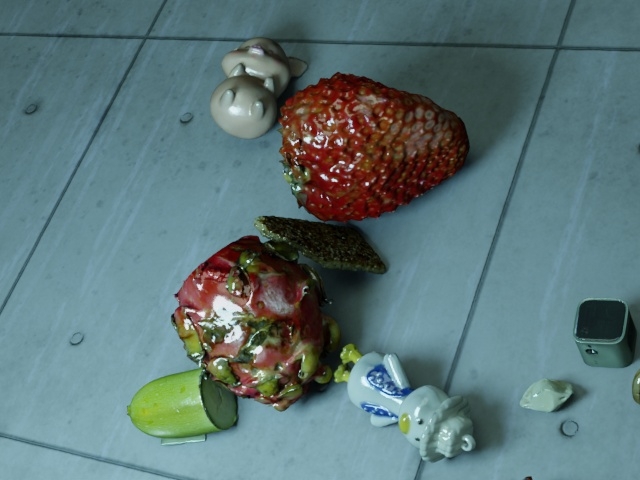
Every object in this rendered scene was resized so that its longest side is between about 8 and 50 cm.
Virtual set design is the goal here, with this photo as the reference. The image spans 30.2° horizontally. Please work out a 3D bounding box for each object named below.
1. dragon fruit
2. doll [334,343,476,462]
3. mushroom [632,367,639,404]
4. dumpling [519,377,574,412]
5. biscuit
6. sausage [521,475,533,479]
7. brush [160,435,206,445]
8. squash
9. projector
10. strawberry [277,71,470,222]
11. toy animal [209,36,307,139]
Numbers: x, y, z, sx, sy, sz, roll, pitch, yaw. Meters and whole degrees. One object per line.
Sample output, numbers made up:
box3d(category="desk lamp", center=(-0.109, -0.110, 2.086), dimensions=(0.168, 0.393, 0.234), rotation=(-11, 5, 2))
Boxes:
box3d(category="dragon fruit", center=(-0.097, 0.144, 2.023), dimensions=(0.269, 0.250, 0.291), rotation=(-45, 79, 22))
box3d(category="doll", center=(0.136, 0.264, 1.922), dimensions=(0.293, 0.119, 0.138), rotation=(30, 116, 38))
box3d(category="mushroom", center=(0.572, 0.261, 1.736), dimensions=(0.096, 0.108, 0.247), rotation=(-10, 41, -36))
box3d(category="dumpling", center=(0.360, 0.246, 1.882), dimensions=(0.052, 0.057, 0.076), rotation=(43, 109, 4))
box3d(category="biscuit", center=(0.002, 0.006, 2.111), dimensions=(0.131, 0.237, 0.026), rotation=(50, 121, 43))
box3d(category="sausage", center=(0.376, 0.453, 1.703), dimensions=(0.074, 0.074, 0.274), rotation=(-43, 51, -9))
box3d(category="brush", center=(-0.242, 0.353, 2.099), dimensions=(0.083, 0.013, 0.016), rotation=(-8, 58, 11))
box3d(category="squash", center=(-0.254, 0.292, 2.080), dimensions=(0.186, 0.123, 0.123), rotation=(-14, 52, 18))
box3d(category="projector", center=(0.451, 0.147, 1.879), dimensions=(0.083, 0.082, 0.083), rotation=(0, 57, 26))
box3d(category="strawberry", center=(0.098, -0.171, 2.154), dimensions=(0.351, 0.312, 0.267), rotation=(0, 75, 1))
box3d(category="toy animal", center=(-0.138, -0.314, 2.440), dimensions=(0.166, 0.154, 0.250), rotation=(25, 51, -5))
